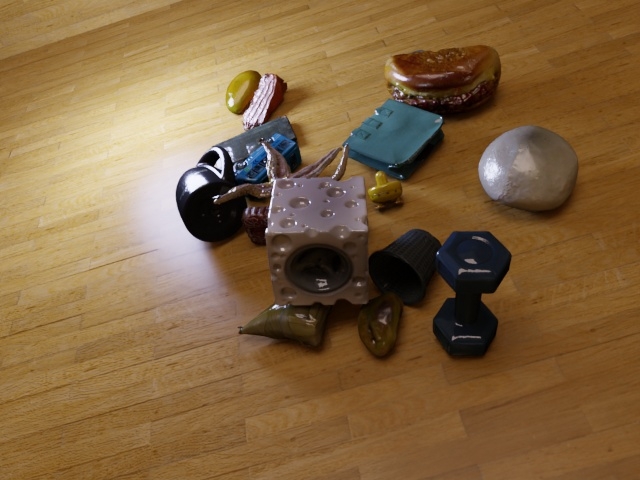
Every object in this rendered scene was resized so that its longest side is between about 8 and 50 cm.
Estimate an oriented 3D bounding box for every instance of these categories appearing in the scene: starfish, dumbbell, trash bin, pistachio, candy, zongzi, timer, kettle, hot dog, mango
[{"bbox_3d":[-0.095,-0.222,1.751,0.398,0.132,0.384,-8,37,11],"label":"starfish"},{"bbox_3d":[0.338,0.128,1.280,0.143,0.316,0.156,24,54,28],"label":"dumbbell"},{"bbox_3d":[0.238,0.055,1.497,0.175,0.175,0.161,20,48,32],"label":"trash bin"},{"bbox_3d":[0.150,0.199,1.426,0.110,0.100,0.189,7,53,19],"label":"pistachio"},{"bbox_3d":[0.592,-0.214,1.602,0.295,0.185,0.295,-5,47,6],"label":"candy"},{"bbox_3d":[-0.080,0.177,1.534,0.256,0.115,0.228,-6,40,30],"label":"zongzi"},{"bbox_3d":[0.198,-0.162,1.733,0.107,0.109,0.107,-16,4,1],"label":"timer"},{"bbox_3d":[-0.365,-0.174,1.850,0.268,0.207,0.290,-59,35,13],"label":"kettle"},{"bbox_3d":[0.418,-0.545,1.954,0.405,0.185,0.223,-1,47,18],"label":"hot dog"},{"bbox_3d":[-0.322,-0.621,2.335,0.136,0.099,0.227,16,64,21],"label":"mango"}]

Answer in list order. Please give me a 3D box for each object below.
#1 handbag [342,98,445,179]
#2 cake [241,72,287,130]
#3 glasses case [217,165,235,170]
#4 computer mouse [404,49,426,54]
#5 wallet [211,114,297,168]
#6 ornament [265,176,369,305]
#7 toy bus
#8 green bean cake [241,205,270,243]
[{"bbox_3d":[0.254,-0.337,1.888,0.274,0.100,0.269,26,65,36],"label":"handbag"},{"bbox_3d":[-0.229,-0.556,2.238,0.098,0.135,0.287,20,66,15],"label":"cake"},{"bbox_3d":[-0.377,-0.221,2.016,0.197,0.049,0.076,-12,46,8],"label":"glasses case"},{"bbox_3d":[0.360,-0.702,2.207,0.181,0.056,0.089,-21,51,-11],"label":"computer mouse"},{"bbox_3d":[-0.252,-0.366,2.111,0.317,0.044,0.169,-22,47,-1],"label":"wallet"},{"bbox_3d":[0.000,0.000,1.429,0.240,0.239,0.240,-1,40,3],"label":"ornament"},{"bbox_3d":[-0.183,-0.251,1.937,0.134,0.113,0.246,27,60,29],"label":"toy bus"},{"bbox_3d":[-0.165,-0.045,1.727,0.135,0.136,0.056,-3,49,14],"label":"green bean cake"}]
